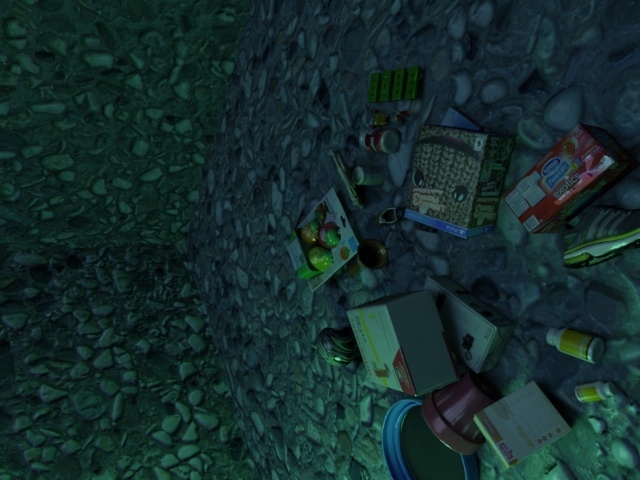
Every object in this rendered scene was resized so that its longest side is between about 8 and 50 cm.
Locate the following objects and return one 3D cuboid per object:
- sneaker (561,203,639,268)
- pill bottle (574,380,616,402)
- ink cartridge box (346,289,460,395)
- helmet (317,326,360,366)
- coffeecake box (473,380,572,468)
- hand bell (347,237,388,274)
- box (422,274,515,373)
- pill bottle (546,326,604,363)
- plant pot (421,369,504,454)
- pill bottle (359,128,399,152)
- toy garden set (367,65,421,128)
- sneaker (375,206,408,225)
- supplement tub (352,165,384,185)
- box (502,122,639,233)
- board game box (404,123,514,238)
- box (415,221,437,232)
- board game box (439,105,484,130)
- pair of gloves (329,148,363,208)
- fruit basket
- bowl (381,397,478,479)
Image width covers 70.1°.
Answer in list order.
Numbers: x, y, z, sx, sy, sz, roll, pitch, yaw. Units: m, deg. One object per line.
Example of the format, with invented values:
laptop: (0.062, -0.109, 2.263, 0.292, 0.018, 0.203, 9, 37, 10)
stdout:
sneaker: (0.666, -0.038, 1.017, 0.300, 0.111, 0.121, -37, 58, 49)
pill bottle: (0.663, 0.363, 1.098, 0.083, 0.044, 0.043, -41, 59, 51)
ink cartridge box: (0.249, 0.326, 1.485, 0.385, 0.161, 0.279, 141, 111, -73)
helmet: (0.069, 0.441, 1.899, 0.169, 0.162, 0.169, 5, 96, 56)
coffeecake box: (0.522, 0.481, 1.192, 0.142, 0.186, 0.068, 60, 176, 35)
hand bell: (0.162, 0.093, 1.821, 0.242, 0.126, 0.126, 129, 130, -62)
box: (0.430, 0.246, 1.406, 0.290, 0.087, 0.169, 39, 124, 48)
pill bottle: (0.627, 0.254, 1.127, 0.116, 0.065, 0.065, 15, 105, 55)
plant pot: (0.430, 0.489, 1.344, 0.180, 0.201, 0.201, -57, 45, 20)
pill bottle: (0.215, -0.373, 1.697, 0.152, 0.086, 0.085, 23, 111, 55)
toy garden set: (0.266, -0.509, 1.649, 0.244, 0.049, 0.203, 20, 106, 54)
sneaker: (0.245, -0.090, 1.667, 0.192, 0.086, 0.064, -11, 83, 57)
supplement tub: (0.180, -0.246, 1.737, 0.071, 0.107, 0.070, 7, 99, 56)
box: (0.593, -0.141, 1.102, 0.256, 0.123, 0.128, -56, 48, 42)
board game box: (0.400, -0.182, 1.344, 0.232, 0.141, 0.290, 25, 115, 46)
box: (0.362, -0.064, 1.553, 0.083, 0.018, 0.067, 17, 106, 55)
board game box: (0.402, -0.271, 1.473, 0.145, 0.027, 0.281, 57, 136, 39)
pair of gloves: (0.105, -0.235, 1.781, 0.042, 0.240, 0.204, -22, 68, 11)
fruit basket: (0.000, 0.000, 1.981, 0.353, 0.166, 0.326, -49, 52, 42)
bowl: (0.363, 0.733, 1.548, 0.391, 0.077, 0.390, 4, 95, 56)
